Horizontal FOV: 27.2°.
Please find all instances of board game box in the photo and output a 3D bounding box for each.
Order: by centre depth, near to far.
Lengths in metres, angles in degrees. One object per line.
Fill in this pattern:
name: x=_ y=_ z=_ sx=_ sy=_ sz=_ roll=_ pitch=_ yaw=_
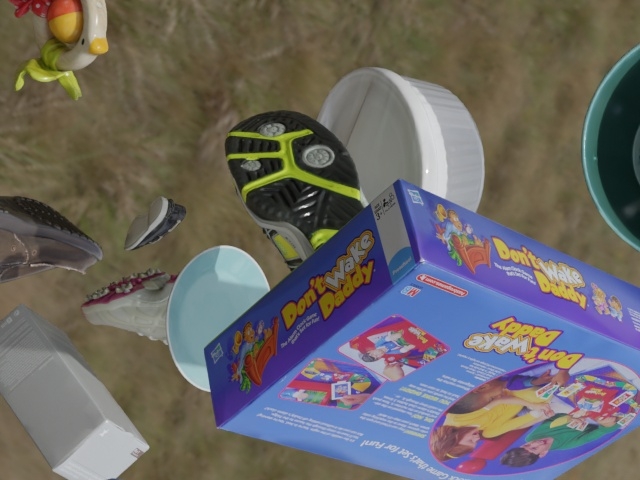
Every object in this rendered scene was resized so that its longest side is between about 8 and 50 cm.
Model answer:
board game box: x=0.115 y=0.100 z=1.069 sx=0.347 sy=0.078 sz=0.233 roll=22 pitch=131 yaw=-37

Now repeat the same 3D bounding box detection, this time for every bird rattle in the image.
bird rattle: x=-0.418 y=-0.360 z=2.159 sx=0.143 sy=0.207 sz=0.253 roll=8 pitch=74 yaw=-49

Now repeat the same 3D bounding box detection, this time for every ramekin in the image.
ramekin: x=0.107 y=-0.098 z=1.792 sx=0.127 sy=0.273 sz=0.273 roll=-4 pitch=126 yaw=-33

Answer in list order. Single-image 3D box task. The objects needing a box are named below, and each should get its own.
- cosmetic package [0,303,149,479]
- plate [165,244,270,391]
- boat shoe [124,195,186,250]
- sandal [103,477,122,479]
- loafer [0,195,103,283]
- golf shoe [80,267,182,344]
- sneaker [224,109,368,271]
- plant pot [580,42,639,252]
cosmetic package: x=-0.343 y=0.207 z=1.741 sx=0.107 sy=0.238 sz=0.127 roll=-40 pitch=146 yaw=-1
plate: x=-0.133 y=0.100 z=1.699 sx=0.188 sy=0.024 sz=0.188 roll=-3 pitch=94 yaw=-49
boat shoe: x=-0.212 y=-0.017 z=1.689 sx=0.125 sy=0.038 sz=0.046 roll=-40 pitch=-140 yaw=46
sandal: x=-0.120 y=0.280 z=1.215 sx=0.138 sy=0.317 sz=0.126 roll=-91 pitch=-170 yaw=-76
loafer: x=-0.503 y=0.002 z=2.124 sx=0.366 sy=0.134 sz=0.130 roll=20 pitch=102 yaw=-54
golf shoe: x=-0.214 y=0.108 z=1.859 sx=0.115 sy=0.306 sz=0.140 roll=-31 pitch=107 yaw=-49
sneaker: x=0.000 y=0.000 z=1.517 sx=0.145 sy=0.385 sz=0.147 roll=-21 pitch=142 yaw=-18
plant pot: x=0.476 y=-0.113 z=1.646 sx=0.293 sy=0.293 sz=0.235 roll=-64 pitch=170 yaw=8
